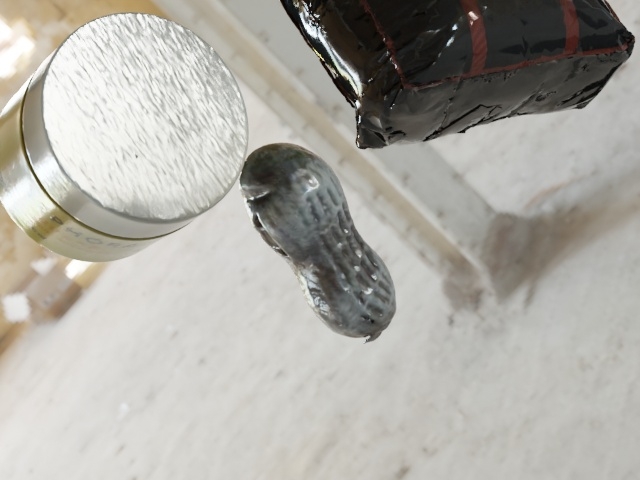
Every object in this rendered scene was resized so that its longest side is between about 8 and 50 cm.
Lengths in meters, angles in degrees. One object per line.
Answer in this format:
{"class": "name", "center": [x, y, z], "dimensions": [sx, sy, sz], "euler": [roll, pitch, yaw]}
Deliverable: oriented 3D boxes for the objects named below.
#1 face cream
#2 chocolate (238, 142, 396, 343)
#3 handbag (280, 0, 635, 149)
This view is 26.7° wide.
{"class": "face cream", "center": [-0.208, -0.099, 1.378], "dimensions": [0.218, 0.218, 0.179], "euler": [-57, 16, -28]}
{"class": "chocolate", "center": [0.000, 0.000, 1.456], "dimensions": [0.110, 0.248, 0.110], "euler": [-26, 22, 11]}
{"class": "handbag", "center": [0.093, -0.166, 0.970], "dimensions": [0.215, 0.169, 0.155], "euler": [-14, -20, -27]}
